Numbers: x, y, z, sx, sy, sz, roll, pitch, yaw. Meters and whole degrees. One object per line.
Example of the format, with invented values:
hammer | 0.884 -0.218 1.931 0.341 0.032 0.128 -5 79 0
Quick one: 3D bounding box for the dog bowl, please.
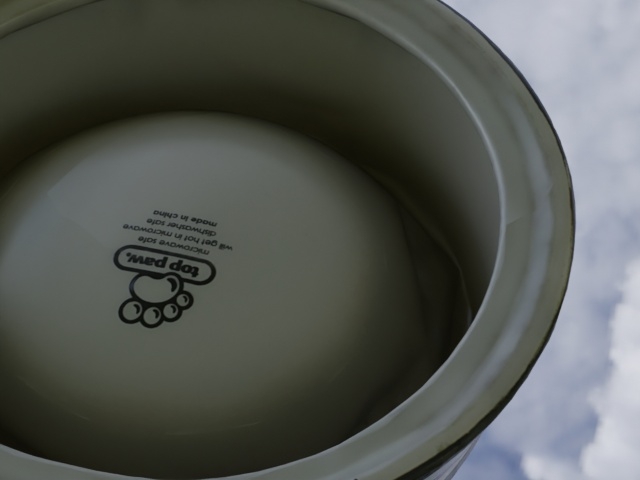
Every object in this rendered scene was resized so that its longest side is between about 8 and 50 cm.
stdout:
dog bowl | -0.074 0.019 0.878 0.408 0.408 0.150 -36 -30 -26
